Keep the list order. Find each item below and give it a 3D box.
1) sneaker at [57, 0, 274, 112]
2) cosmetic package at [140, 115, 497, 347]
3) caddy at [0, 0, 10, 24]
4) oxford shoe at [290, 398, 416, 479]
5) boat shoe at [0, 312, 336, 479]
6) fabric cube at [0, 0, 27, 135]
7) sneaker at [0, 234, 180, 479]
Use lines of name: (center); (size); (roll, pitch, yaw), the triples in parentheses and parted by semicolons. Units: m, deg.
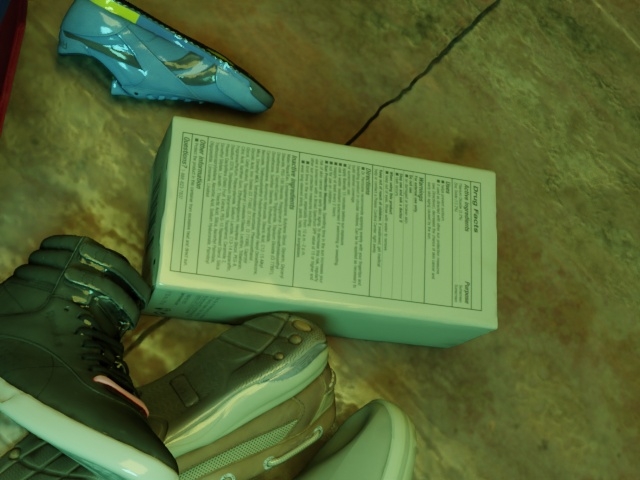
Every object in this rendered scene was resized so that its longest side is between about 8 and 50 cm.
sneaker: (-0.147, -0.161, 0.896); (0.209, 0.069, 0.082); (25, 99, -19)
cosmetic package: (0.000, 0.000, 0.861); (0.310, 0.113, 0.160); (10, 70, -17)
caddy: (-0.271, -0.240, 0.529); (0.241, 0.179, 0.341); (18, 69, -14)
oxford shoe: (-0.082, 0.288, 0.715); (0.130, 0.169, 0.449); (43, 70, -5)
boat shoe: (-0.125, 0.181, 0.755); (0.324, 0.123, 0.116); (-25, 117, -10)
fabric cube: (-0.369, -0.150, 0.702); (0.258, 0.254, 0.259); (11, 70, -15)
sneaker: (-0.170, 0.076, 0.690); (0.147, 0.296, 0.104); (-52, 132, -17)
